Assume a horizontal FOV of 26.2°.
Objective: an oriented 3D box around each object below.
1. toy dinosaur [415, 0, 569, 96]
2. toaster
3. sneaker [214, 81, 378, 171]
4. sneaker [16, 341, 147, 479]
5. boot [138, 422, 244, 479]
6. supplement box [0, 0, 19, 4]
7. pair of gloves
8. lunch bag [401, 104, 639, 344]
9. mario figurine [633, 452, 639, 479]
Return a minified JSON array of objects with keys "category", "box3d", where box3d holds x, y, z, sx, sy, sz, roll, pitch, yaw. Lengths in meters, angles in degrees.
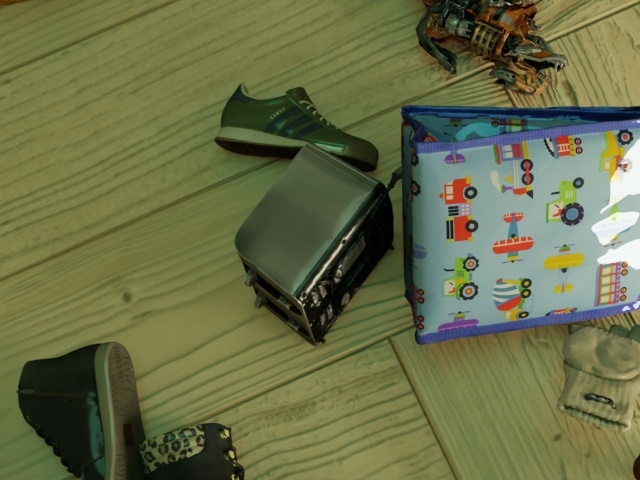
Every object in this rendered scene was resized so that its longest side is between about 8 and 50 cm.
[{"category":"toy dinosaur","box3d":[0.180,-0.320,1.594,0.218,0.164,0.322,-41,93,7]},{"category":"toaster","box3d":[0.000,0.000,1.473,0.110,0.168,0.185,33,77,16]},{"category":"sneaker","box3d":[-0.022,-0.137,1.579,0.192,0.064,0.086,9,76,11]},{"category":"sneaker","box3d":[-0.254,0.226,1.471,0.118,0.083,0.222,-11,75,21]},{"category":"boot","box3d":[-0.071,0.270,1.426,0.237,0.085,0.178,-13,66,-1]},{"category":"supplement box","box3d":[-0.379,-0.418,1.646,0.129,0.191,0.194,-11,69,1]},{"category":"pair of gloves","box3d":[0.361,0.156,1.401,0.240,0.042,0.204,14,30,5]},{"category":"lunch bag","box3d":[0.236,-0.025,1.432,0.293,0.138,0.220,-3,112,-1]},{"category":"mario figurine","box3d":[0.353,0.366,1.340,0.198,0.170,0.320,-7,51,30]}]
